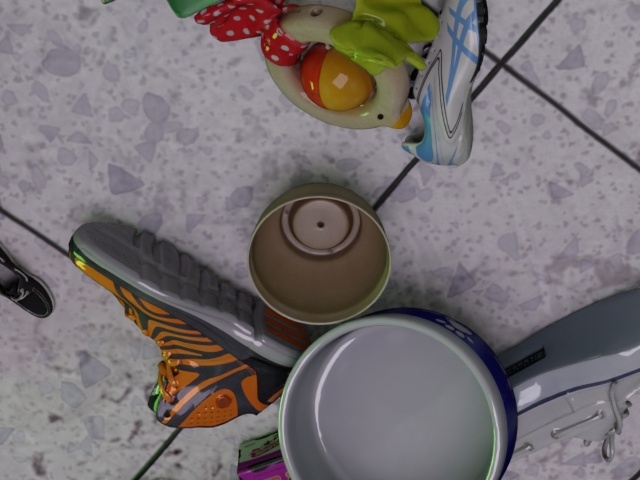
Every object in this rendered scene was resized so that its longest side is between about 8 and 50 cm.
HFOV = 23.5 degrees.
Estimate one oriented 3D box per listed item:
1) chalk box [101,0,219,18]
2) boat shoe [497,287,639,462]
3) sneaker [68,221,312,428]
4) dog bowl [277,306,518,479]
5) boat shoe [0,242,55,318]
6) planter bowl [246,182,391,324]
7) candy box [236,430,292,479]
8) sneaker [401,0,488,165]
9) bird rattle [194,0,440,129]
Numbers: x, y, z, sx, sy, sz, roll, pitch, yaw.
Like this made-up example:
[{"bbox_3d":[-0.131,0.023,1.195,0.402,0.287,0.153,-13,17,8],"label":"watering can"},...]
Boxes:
[{"bbox_3d":[-0.175,-0.366,1.536,0.180,0.179,0.289,-25,115,12],"label":"chalk box"},{"bbox_3d":[0.313,0.190,1.834,0.367,0.136,0.156,-29,113,18],"label":"boat shoe"},{"bbox_3d":[-0.183,0.119,1.812,0.321,0.124,0.180,32,112,-14],"label":"sneaker"},{"bbox_3d":[0.091,0.212,1.776,0.264,0.104,0.265,2,96,19],"label":"dog bowl"},{"bbox_3d":[-0.365,0.050,1.828,0.046,0.038,0.125,-30,112,15],"label":"boat shoe"},{"bbox_3d":[0.000,0.000,1.756,0.162,0.109,0.162,1,117,1],"label":"planter bowl"},{"bbox_3d":[0.013,0.340,1.950,0.159,0.071,0.233,-20,114,10],"label":"candy box"},{"bbox_3d":[0.135,-0.193,1.672,0.086,0.085,0.237,9,114,5],"label":"sneaker"},{"bbox_3d":[0.002,-0.194,1.630,0.253,0.143,0.207,3,138,21],"label":"bird rattle"}]
